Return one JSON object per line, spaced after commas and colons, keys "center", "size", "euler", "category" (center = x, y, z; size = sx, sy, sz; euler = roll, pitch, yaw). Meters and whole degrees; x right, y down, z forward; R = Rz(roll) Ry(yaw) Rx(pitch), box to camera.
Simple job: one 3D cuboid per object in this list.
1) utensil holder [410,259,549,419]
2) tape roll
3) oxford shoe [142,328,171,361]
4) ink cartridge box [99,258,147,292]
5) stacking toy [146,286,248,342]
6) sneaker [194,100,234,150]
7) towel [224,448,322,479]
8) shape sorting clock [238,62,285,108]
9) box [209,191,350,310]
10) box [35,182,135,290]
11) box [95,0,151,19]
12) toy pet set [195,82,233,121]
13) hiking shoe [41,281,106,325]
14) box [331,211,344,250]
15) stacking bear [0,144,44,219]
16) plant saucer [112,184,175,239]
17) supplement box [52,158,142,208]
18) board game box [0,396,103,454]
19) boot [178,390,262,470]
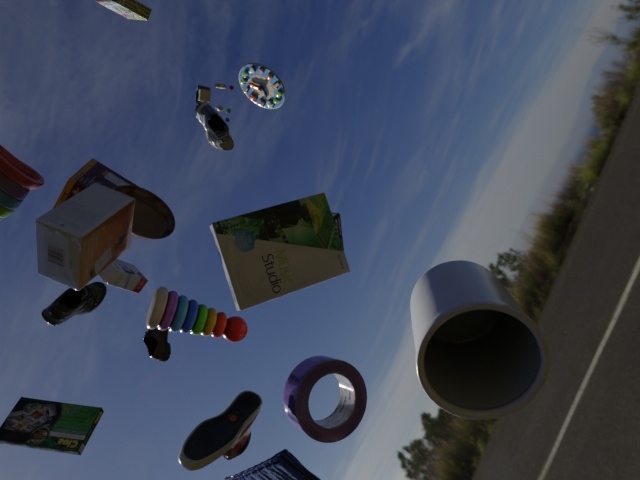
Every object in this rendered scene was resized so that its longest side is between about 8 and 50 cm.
{"center": [0.421, 0.256, 1.374], "size": [0.385, 0.328, 0.327], "euler": [-72, 0, -73], "category": "utensil holder"}
{"center": [0.012, 0.375, 1.141], "size": [0.189, 0.189, 0.080], "euler": [-57, 19, -18], "category": "tape roll"}
{"center": [-0.679, 0.381, 1.957], "size": [0.083, 0.227, 0.096], "euler": [-37, -36, 13], "category": "oxford shoe"}
{"center": [-0.827, 0.139, 1.980], "size": [0.072, 0.127, 0.175], "euler": [-52, -30, -1], "category": "ink cartridge box"}
{"center": [-0.398, 0.261, 1.598], "size": [0.141, 0.330, 0.141], "euler": [-47, 33, 44], "category": "stacking toy"}
{"center": [-0.228, -0.244, 1.065], "size": [0.052, 0.058, 0.135], "euler": [-47, -37, -10], "category": "sneaker"}
{"center": [-0.096, 0.670, 1.267], "size": [0.336, 0.243, 0.040], "euler": [-43, 10, 40], "category": "towel"}
{"center": [-0.232, -0.605, 1.889], "size": [0.040, 0.206, 0.206], "euler": [-60, -22, -27], "category": "shape sorting clock"}
{"center": [-0.100, 0.024, 1.255], "size": [0.322, 0.232, 0.058], "euler": [-18, -1, -24], "category": "box"}
{"center": [-0.451, -0.012, 0.927], "size": [0.170, 0.091, 0.130], "euler": [-64, -5, -56], "category": "box"}
{"center": [-0.609, -0.725, 1.470], "size": [0.114, 0.207, 0.036], "euler": [17, -80, -41], "category": "box"}
{"center": [-0.362, -0.472, 1.615], "size": [0.114, 0.065, 0.122], "euler": [6, -77, -26], "category": "toy pet set"}
{"center": [-0.737, 0.180, 1.481], "size": [0.114, 0.086, 0.227], "euler": [-39, 3, 27], "category": "hiking shoe"}
{"center": [0.000, 0.000, 1.825], "size": [0.051, 0.175, 0.220], "euler": [-35, -57, -50], "category": "box"}
{"center": [-0.940, -0.109, 1.318], "size": [0.289, 0.164, 0.175], "euler": [-47, -49, -6], "category": "stacking bear"}
{"center": [-0.432, -0.062, 1.148], "size": [0.029, 0.168, 0.168], "euler": [-45, -11, 28], "category": "plant saucer"}
{"center": [-0.741, -0.142, 1.608], "size": [0.129, 0.194, 0.191], "euler": [-49, 20, 23], "category": "supplement box"}
{"center": [-0.775, 0.528, 1.367], "size": [0.136, 0.260, 0.030], "euler": [-76, -12, -51], "category": "board game box"}
{"center": [-0.235, 0.485, 1.116], "size": [0.244, 0.088, 0.176], "euler": [-27, -40, -56], "category": "boot"}
